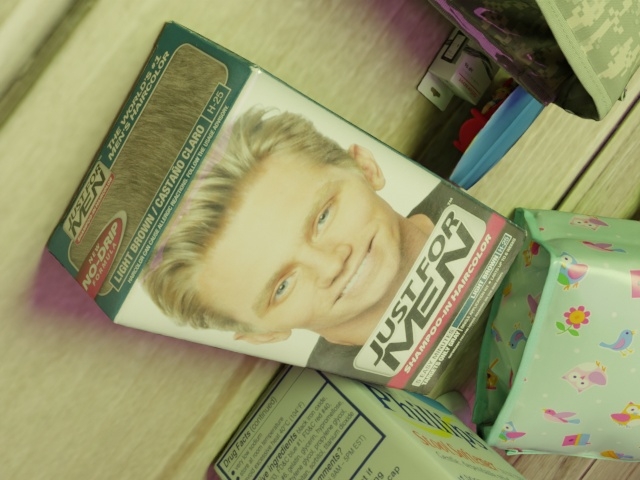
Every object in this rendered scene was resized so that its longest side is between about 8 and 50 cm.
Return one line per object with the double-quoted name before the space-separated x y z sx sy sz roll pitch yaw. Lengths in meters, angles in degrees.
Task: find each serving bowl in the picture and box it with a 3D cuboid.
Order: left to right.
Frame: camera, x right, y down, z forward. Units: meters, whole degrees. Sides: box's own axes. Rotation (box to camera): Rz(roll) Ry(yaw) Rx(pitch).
"serving bowl" 0.144 0.214 0.964 0.083 0.027 0.083 -24 131 -31

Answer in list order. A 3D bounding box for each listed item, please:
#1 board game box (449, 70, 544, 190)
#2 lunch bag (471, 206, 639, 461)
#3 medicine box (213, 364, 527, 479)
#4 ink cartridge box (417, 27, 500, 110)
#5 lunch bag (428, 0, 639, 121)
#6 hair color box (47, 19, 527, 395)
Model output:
"board game box" 0.151 -0.108 0.724 0.133 0.033 0.168 -50 165 11
"lunch bag" 0.289 0.115 0.875 0.223 0.160 0.262 6 115 -5
"medicine box" 0.097 0.255 0.750 0.149 0.289 0.263 -53 139 4
"ink cartridge box" 0.122 -0.146 0.696 0.048 0.028 0.083 27 98 -48
"lunch bag" 0.168 -0.245 0.550 0.287 0.169 0.235 36 91 -37
"hair color box" 0.000 0.000 0.628 0.347 0.105 0.174 22 101 -47
